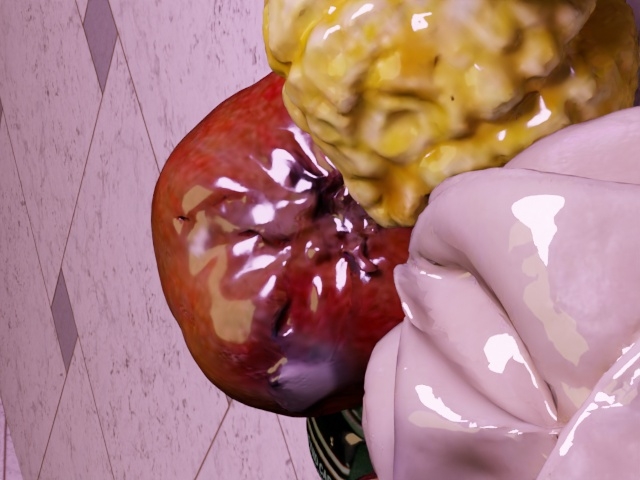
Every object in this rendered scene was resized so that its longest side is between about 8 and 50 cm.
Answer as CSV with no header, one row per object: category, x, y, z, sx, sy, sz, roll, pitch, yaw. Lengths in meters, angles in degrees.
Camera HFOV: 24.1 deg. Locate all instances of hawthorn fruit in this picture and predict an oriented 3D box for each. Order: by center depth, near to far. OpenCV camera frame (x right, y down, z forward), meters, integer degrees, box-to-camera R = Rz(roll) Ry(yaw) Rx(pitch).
hawthorn fruit,-0.004,0.001,1.263,0.325,0.308,0.308,-25,72,62

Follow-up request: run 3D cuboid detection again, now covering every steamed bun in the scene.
steamed bun,0.152,0.102,0.849,0.342,0.255,0.367,48,-138,-78

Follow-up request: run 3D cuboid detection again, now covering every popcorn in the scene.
popcorn,0.093,-0.137,1.045,0.224,0.270,0.257,-47,60,43

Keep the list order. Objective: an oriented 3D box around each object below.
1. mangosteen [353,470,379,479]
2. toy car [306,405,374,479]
mangosteen,0.091,0.303,1.069,0.347,0.307,0.306,77,179,-71
toy car,0.065,0.193,1.360,0.306,0.125,0.136,-120,33,-47
